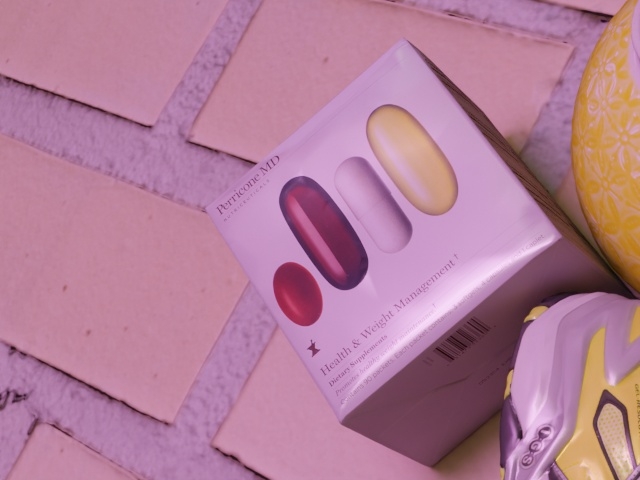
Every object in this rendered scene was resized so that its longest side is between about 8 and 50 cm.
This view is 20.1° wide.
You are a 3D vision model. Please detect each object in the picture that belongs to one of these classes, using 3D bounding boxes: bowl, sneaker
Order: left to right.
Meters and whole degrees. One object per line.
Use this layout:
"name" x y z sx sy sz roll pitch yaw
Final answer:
"sneaker" 0.177 0.206 1.086 0.147 0.145 0.384 -2 67 30
"bowl" 0.280 -0.106 1.167 0.290 0.156 0.289 -17 51 22

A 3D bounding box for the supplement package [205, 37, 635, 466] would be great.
"supplement package" 0.067 0.010 1.263 0.194 0.149 0.203 -41 57 10
